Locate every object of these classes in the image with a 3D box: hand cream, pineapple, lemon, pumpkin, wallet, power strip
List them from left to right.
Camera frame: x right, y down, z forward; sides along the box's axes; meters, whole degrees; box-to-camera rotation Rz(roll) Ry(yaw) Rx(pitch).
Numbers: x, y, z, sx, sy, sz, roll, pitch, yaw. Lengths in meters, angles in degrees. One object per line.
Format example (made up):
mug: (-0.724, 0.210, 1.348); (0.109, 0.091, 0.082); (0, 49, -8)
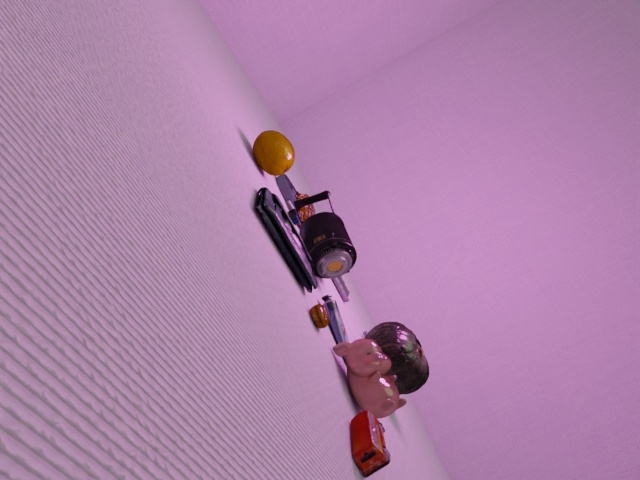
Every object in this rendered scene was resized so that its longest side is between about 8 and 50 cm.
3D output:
lemon: (-0.195, -0.365, 1.724); (0.207, 0.170, 0.170); (59, 4, 21)
wallet: (-0.105, -0.013, 1.394); (0.342, 0.075, 0.237); (60, 3, -20)
power strip: (-0.156, -0.249, 2.075); (0.168, 0.054, 0.253); (65, 7, 8)
pineapple: (-0.067, -0.136, 2.000); (0.225, 0.076, 0.225); (-8, 90, -80)
hand cream: (0.062, 0.321, 1.496); (0.088, 0.055, 0.256); (33, 37, -70)
pumpkin: (0.348, 0.541, 1.900); (0.328, 0.257, 0.292); (53, 23, -31)

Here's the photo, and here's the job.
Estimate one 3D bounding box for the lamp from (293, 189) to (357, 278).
lamp: (0.028, 0.016, 1.726); (0.272, 0.204, 0.375); (-114, -175, -67)

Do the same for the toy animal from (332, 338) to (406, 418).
toy animal: (0.159, 0.428, 1.306); (0.166, 0.154, 0.250); (22, 42, -47)

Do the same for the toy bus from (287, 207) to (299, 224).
toy bus: (-0.117, -0.106, 1.844); (0.083, 0.038, 0.046); (-108, 172, -55)

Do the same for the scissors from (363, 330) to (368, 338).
scissors: (0.249, 0.552, 2.140); (0.125, 0.030, 0.256); (60, 10, -24)

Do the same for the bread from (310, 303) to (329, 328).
bread: (-0.001, 0.237, 1.300); (0.083, 0.046, 0.081); (55, 13, -61)

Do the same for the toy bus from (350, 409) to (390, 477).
toy bus: (0.119, 0.500, 1.043); (0.077, 0.079, 0.174); (52, 7, -7)

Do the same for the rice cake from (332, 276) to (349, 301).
rice cake: (0.109, 0.243, 2.264); (0.190, 0.037, 0.198); (62, 6, -7)
